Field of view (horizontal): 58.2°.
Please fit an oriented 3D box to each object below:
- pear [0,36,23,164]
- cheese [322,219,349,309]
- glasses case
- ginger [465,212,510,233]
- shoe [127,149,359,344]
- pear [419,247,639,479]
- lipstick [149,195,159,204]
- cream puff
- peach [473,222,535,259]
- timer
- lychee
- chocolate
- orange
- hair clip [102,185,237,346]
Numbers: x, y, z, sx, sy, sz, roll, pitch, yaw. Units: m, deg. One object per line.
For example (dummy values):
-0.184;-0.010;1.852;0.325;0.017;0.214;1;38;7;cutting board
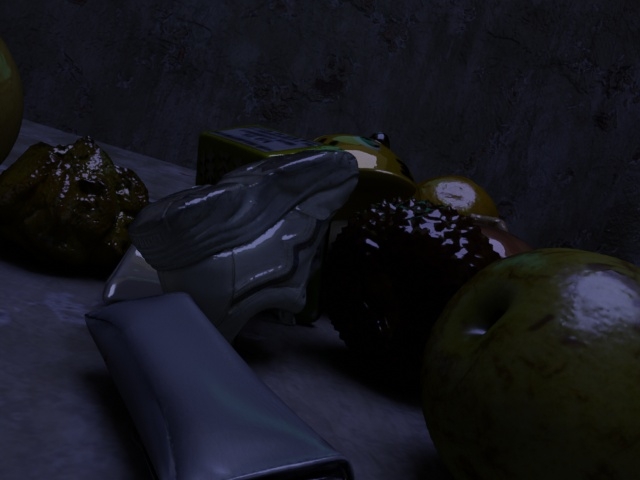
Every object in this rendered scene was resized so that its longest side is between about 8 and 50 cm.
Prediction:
-0.606;-0.200;0.786;0.349;0.347;0.348;17;8;-2;pear
0.036;0.045;1.045;0.176;0.202;0.091;22;35;-15;cheese
-0.106;0.134;0.473;0.129;0.083;0.308;6;13;-33;glasses case
0.403;0.037;1.188;0.259;0.065;0.149;34;-21;30;ginger
-0.064;0.009;0.738;0.132;0.210;0.342;2;23;44;shoe
0.232;0.145;0.527;0.284;0.283;0.283;17;8;-2;pear
-0.446;-0.084;1.301;0.318;0.068;0.066;20;8;21;lipstick
-0.377;-0.049;0.874;0.244;0.196;0.244;24;-21;10;cream puff
0.279;0.083;1.056;0.293;0.247;0.292;6;-18;2;peach
0.083;-0.065;1.211;0.387;0.375;0.376;-6;-9;40;timer
0.140;0.070;0.818;0.268;0.267;0.267;17;8;-2;lychee
-0.110;-0.042;0.983;0.137;0.288;0.301;-1;17;-35;chocolate
0.299;-0.033;1.423;0.235;0.279;0.279;41;8;0;orange
-0.198;0.031;0.817;0.173;0.113;0.282;23;43;-19;hair clip
